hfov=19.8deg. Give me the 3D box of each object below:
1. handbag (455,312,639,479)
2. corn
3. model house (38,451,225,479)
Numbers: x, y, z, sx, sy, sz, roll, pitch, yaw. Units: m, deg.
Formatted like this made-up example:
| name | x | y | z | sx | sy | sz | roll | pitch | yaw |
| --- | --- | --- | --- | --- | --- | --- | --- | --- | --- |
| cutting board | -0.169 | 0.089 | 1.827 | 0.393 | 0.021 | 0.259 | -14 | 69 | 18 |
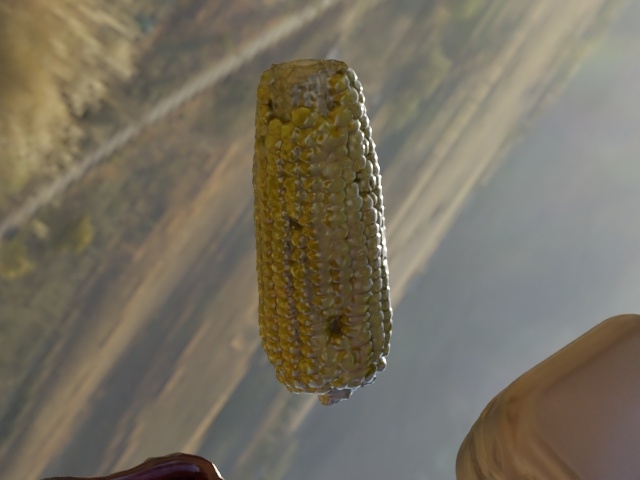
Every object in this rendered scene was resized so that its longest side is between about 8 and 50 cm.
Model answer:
| name | x | y | z | sx | sy | sz | roll | pitch | yaw |
| --- | --- | --- | --- | --- | --- | --- | --- | --- | --- |
| handbag | 0.290 | 0.197 | 1.463 | 0.283 | 0.302 | 0.149 | -37 | 166 | -30 |
| corn | 0.000 | 0.000 | 1.257 | 0.097 | 0.097 | 0.262 | -46 | 138 | -53 |
| model house | -0.125 | 0.280 | 1.046 | 0.196 | 0.160 | 0.254 | -12 | 122 | -39 |
